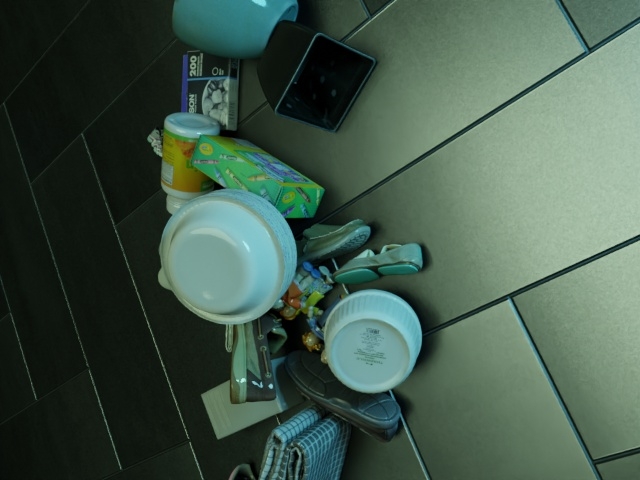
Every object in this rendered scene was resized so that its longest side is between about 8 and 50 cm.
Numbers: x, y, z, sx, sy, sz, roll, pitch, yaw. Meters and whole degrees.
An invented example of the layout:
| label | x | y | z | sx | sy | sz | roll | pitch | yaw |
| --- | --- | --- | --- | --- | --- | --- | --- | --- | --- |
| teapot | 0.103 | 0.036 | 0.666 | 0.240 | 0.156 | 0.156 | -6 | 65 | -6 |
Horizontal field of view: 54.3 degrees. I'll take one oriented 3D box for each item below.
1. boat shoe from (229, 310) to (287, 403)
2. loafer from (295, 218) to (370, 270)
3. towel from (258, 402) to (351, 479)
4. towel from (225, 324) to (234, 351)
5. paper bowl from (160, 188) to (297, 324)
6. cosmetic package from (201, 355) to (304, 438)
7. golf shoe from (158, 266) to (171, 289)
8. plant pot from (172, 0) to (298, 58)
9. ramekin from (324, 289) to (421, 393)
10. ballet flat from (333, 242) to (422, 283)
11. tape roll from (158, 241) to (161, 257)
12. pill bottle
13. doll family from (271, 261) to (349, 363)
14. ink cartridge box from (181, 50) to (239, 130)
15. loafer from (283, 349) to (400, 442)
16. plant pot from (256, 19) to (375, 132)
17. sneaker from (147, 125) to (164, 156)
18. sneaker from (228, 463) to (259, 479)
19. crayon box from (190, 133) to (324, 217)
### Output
| label | x | y | z | sx | sy | sz | roll | pitch | yaw |
| --- | --- | --- | --- | --- | --- | --- | --- | --- | --- |
| boat shoe | -0.139 | 0.225 | 1.448 | 0.123 | 0.342 | 0.123 | 2 | 129 | -4 |
| loafer | 0.000 | 0.000 | 1.406 | 0.251 | 0.094 | 0.087 | -24 | 76 | 35 |
| towel | -0.040 | 0.520 | 1.376 | 0.121 | 0.235 | 0.283 | 18 | 104 | 23 |
| towel | -0.221 | 0.206 | 1.546 | 0.023 | 0.152 | 0.113 | 3 | 92 | -5 |
| paper bowl | -0.203 | 0.041 | 1.313 | 0.284 | 0.148 | 0.284 | 4 | 104 | 15 |
| cosmetic package | -0.169 | 0.387 | 1.537 | 0.238 | 0.107 | 0.127 | -29 | 76 | 29 |
| golf shoe | -0.327 | 0.090 | 1.600 | 0.306 | 0.140 | 0.115 | -10 | 106 | 35 |
| plant pot | -0.167 | -0.527 | 1.414 | 0.195 | 0.290 | 0.290 | 35 | 112 | 4 |
| ramekin | 0.104 | 0.215 | 1.286 | 0.207 | 0.109 | 0.207 | 2 | 105 | 9 |
| ballet flat | 0.124 | 0.048 | 1.352 | 0.213 | 0.072 | 0.068 | -12 | 58 | 33 |
| tape roll | -0.280 | 0.009 | 1.528 | 0.219 | 0.219 | 0.072 | 6 | 134 | 34 |
| pill bottle | -0.333 | -0.187 | 1.585 | 0.136 | 0.136 | 0.245 | 30 | 124 | 30 |
| doll family | -0.002 | 0.169 | 1.423 | 0.263 | 0.118 | 0.163 | 46 | 110 | 4 |
| ink cartridge box | -0.302 | -0.390 | 1.627 | 0.208 | 0.045 | 0.206 | 7 | 97 | 35 |
| loafer | 0.038 | 0.352 | 1.392 | 0.302 | 0.109 | 0.095 | 24 | 131 | 31 |
| plant pot | -0.030 | -0.377 | 1.369 | 0.167 | 0.187 | 0.188 | 50 | 118 | 35 |
| sneaker | -0.438 | -0.279 | 1.728 | 0.098 | 0.038 | 0.069 | 48 | 117 | 22 |
| sneaker | -0.154 | 0.649 | 1.473 | 0.319 | 0.112 | 0.131 | 20 | 103 | 58 |
| crayon box | -0.148 | -0.151 | 1.459 | 0.278 | 0.165 | 0.081 | 35 | 110 | 29 |
